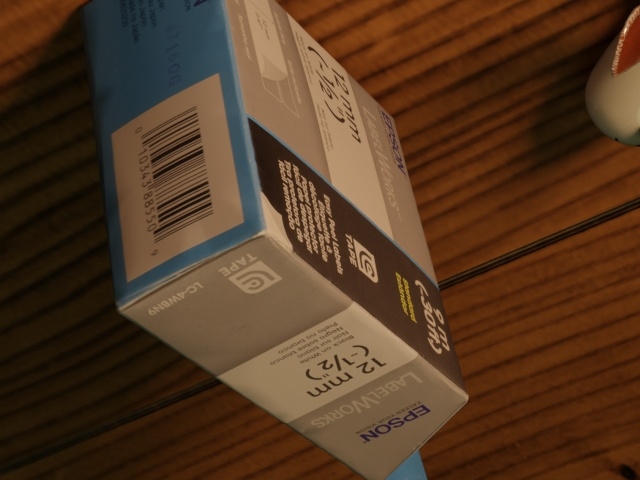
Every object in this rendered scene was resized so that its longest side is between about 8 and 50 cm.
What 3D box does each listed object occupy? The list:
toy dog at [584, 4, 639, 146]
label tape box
[{"bbox_3d":[0.281,-0.160,1.077,0.220,0.161,0.333,-10,142,-4],"label":"toy dog"},{"bbox_3d":[0.000,0.000,1.124,0.115,0.249,0.348,-30,139,21],"label":"label tape box"}]
